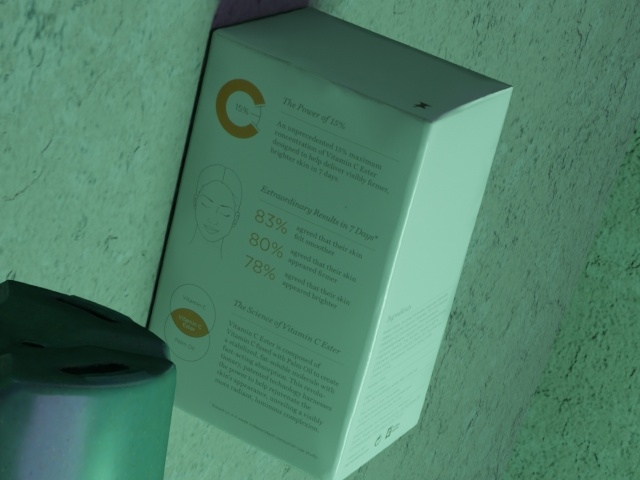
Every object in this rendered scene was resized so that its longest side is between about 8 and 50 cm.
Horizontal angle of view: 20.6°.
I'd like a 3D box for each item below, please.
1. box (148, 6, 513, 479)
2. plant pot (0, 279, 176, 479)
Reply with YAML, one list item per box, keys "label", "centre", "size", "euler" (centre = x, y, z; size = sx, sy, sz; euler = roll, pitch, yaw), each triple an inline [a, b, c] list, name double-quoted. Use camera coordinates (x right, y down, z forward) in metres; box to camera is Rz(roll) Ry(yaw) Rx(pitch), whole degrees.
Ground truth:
- label: "box"
  centre: [0.000, 0.000, 1.539]
  size: [0.168, 0.215, 0.345]
  euler: [-26, 136, -57]
- label: "plant pot"
  centre: [-0.245, 0.204, 1.094]
  size: [0.341, 0.341, 0.334]
  euler: [-8, 113, -63]
